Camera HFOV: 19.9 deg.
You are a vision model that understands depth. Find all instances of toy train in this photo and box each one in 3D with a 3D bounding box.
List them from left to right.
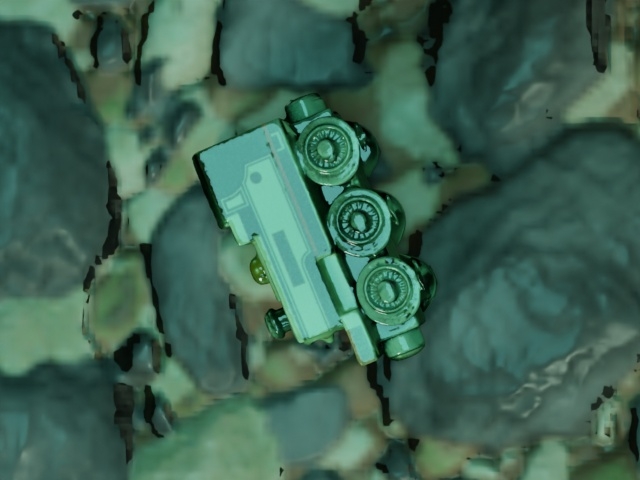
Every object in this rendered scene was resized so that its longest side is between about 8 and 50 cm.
[{"bbox_3d":[0.000,0.000,0.539,0.053,0.033,0.083,-22,89,7],"label":"toy train"}]
